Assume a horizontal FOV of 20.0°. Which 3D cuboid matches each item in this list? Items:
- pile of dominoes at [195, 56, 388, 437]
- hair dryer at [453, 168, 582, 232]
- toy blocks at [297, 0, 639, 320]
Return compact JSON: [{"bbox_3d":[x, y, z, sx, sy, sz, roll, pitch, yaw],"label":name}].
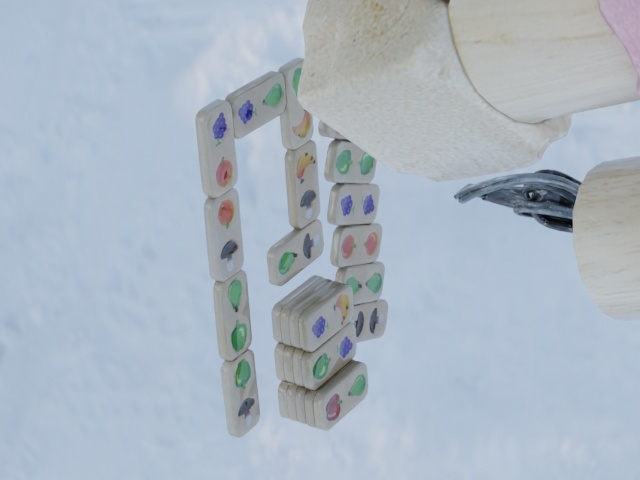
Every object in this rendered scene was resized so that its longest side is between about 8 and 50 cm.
[{"bbox_3d":[0.000,0.000,1.215,0.040,0.251,0.196,13,31,31],"label":"pile of dominoes"},{"bbox_3d":[0.235,-0.021,1.093,0.223,0.293,0.080,24,101,31],"label":"hair dryer"},{"bbox_3d":[0.133,-0.142,0.351,0.260,0.309,0.288,-8,61,40],"label":"toy blocks"}]
